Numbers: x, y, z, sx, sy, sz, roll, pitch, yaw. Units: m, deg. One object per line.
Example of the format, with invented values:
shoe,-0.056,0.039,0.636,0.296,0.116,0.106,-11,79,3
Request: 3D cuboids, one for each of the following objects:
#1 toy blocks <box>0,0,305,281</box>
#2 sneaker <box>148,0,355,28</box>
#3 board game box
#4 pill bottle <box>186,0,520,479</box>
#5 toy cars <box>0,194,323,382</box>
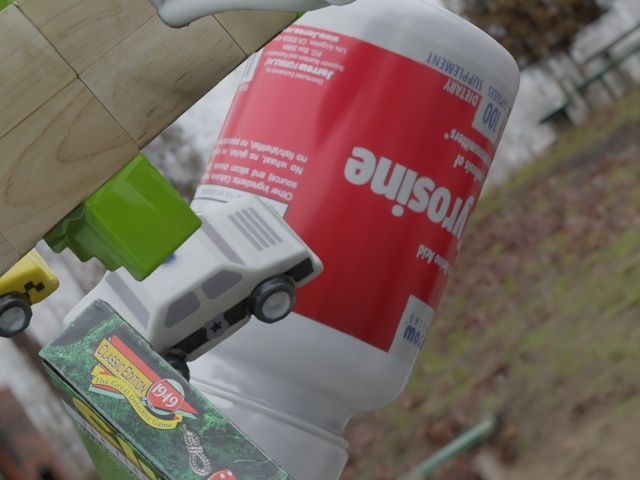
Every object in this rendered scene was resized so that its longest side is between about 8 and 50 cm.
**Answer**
toy blocks,-0.189,-0.033,1.066,0.261,0.190,0.381,-34,9,49
sneaker,0.003,-0.150,0.838,0.258,0.091,0.094,-5,44,49
board game box,0.023,0.131,0.581,0.030,0.260,0.136,-44,-18,-13
pill bottle,0.000,0.000,1.681,0.229,0.229,0.407,109,-178,-83
toy cars,-0.198,0.036,1.429,0.394,0.087,0.176,-4,50,18
